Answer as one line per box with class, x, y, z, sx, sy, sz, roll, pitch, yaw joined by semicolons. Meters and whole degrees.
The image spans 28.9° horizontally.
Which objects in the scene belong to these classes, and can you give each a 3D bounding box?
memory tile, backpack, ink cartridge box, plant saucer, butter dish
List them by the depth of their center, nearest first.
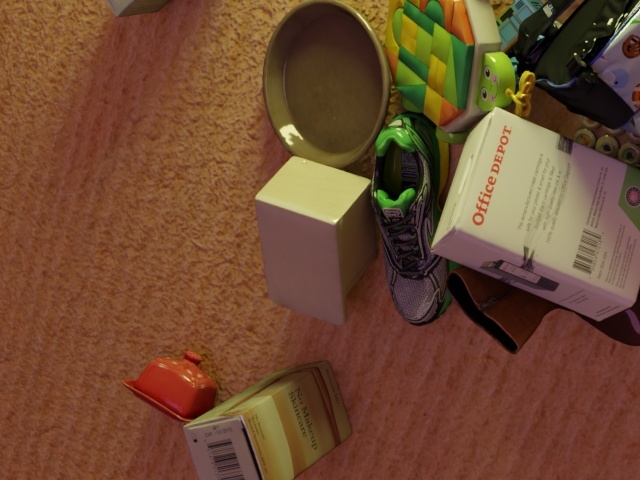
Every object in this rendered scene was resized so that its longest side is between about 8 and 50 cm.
backpack;0.429;-0.279;1.679;0.213;0.276;0.263;32;97;-17
ink cartridge box;0.316;-0.035;1.733;0.272;0.115;0.198;22;71;-7
memory tile;0.426;-0.122;1.866;0.113;0.012;0.148;21;112;24
plant saucer;0.013;-0.253;2.017;0.277;0.041;0.278;9;104;42
butter dish;-0.256;0.259;2.284;0.160;0.160;0.118;28;91;21

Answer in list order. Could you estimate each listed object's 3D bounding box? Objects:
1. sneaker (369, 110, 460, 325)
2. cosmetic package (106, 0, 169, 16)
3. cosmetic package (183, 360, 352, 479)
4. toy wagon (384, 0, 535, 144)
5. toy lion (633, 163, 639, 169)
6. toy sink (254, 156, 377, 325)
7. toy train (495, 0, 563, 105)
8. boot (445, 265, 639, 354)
sneaker;0.132;-0.028;1.977;0.134;0.146;0.344;-2;102;30
cosmetic package;-0.260;-0.485;2.097;0.238;0.127;0.107;-37;84;29
cosmetic package;-0.082;0.322;2.097;0.129;0.296;0.153;-17;95;30
toy wagon;0.197;-0.277;1.819;0.344;0.068;0.267;-128;36;-51
toy lion;0.473;-0.062;1.837;0.100;0.034;0.096;-36;87;26
toy sink;0.000;0.000;2.049;0.152;0.131;0.234;18;137;26
toy train;0.286;-0.279;1.872;0.184;0.080;0.105;-44;71;31
boot;0.344;0.095;1.805;0.264;0.280;0.096;49;126;10
